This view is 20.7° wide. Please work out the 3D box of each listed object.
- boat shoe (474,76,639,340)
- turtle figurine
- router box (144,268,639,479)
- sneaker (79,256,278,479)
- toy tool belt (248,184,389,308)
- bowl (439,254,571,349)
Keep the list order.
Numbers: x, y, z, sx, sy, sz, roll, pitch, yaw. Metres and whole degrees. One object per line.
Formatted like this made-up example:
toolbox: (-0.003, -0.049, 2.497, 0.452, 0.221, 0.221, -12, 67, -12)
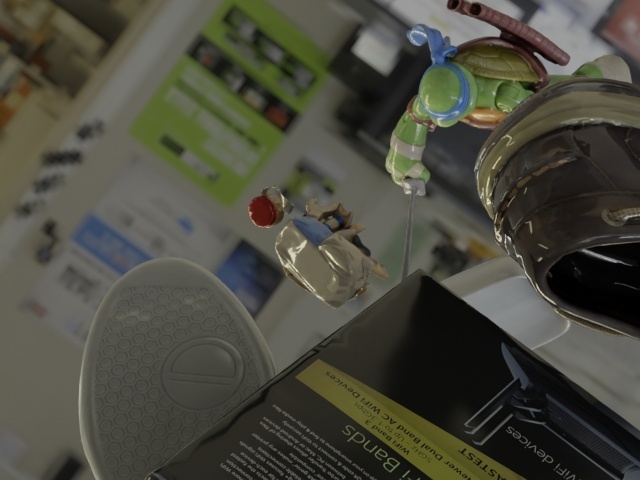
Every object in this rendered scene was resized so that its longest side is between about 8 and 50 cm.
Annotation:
boat shoe: (0.247, 0.031, 0.925, 0.355, 0.132, 0.130, 14, -136, -13)
turtle figurine: (0.171, -0.079, 1.571, 0.266, 0.198, 0.274, -23, -99, -55)
router box: (0.094, 0.167, 0.763, 0.309, 0.081, 0.243, 37, -147, 15)
sneaker: (-0.047, 0.157, 0.907, 0.147, 0.104, 0.295, 78, 171, -59)
toy tool belt: (0.000, 0.000, 1.037, 0.083, 0.052, 0.051, 45, -145, 17)
bowl: (0.184, 0.072, 1.874, 0.142, 0.142, 0.053, 46, -153, -46)
